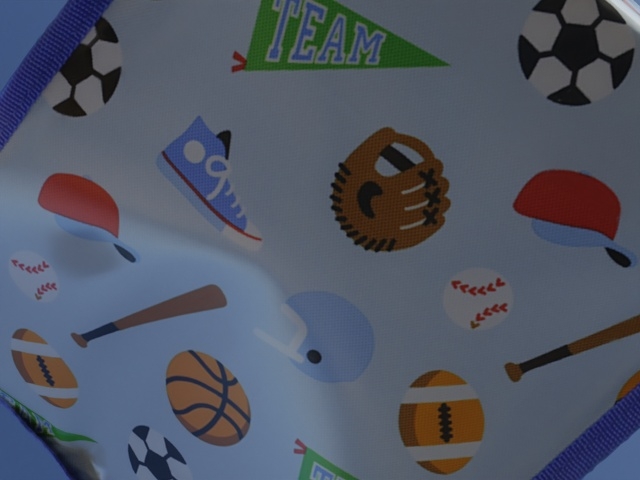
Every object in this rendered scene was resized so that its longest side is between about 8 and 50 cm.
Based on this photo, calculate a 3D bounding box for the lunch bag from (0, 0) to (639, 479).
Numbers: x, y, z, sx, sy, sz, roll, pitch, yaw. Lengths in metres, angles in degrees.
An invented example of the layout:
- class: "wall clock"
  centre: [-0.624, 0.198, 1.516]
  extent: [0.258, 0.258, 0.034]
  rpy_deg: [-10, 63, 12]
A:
- class: "lunch bag"
  centre: [0.000, 0.000, 0.648]
  extent: [0.328, 0.239, 0.385]
  rpy_deg: [41, -72, 0]
